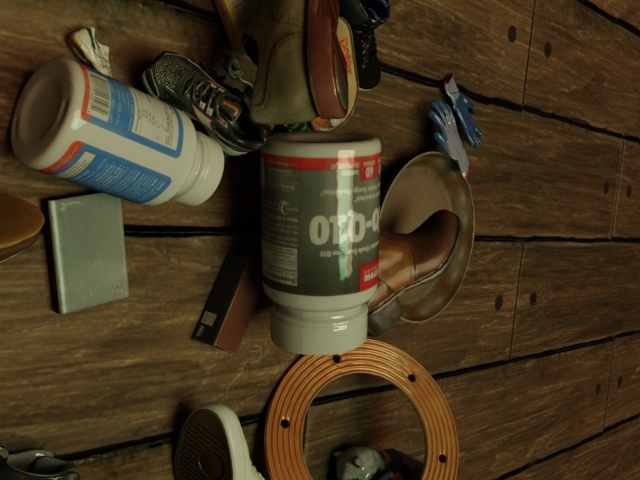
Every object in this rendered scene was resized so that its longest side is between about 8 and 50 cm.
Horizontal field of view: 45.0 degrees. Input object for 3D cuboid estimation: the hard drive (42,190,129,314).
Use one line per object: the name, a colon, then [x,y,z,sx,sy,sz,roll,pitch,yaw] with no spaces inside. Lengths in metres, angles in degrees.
hard drive: [-0.276,0.011,0.914,0.094,0.022,0.135,-15,108,-46]

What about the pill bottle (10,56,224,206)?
pill bottle: [-0.220,-0.109,0.878,0.222,0.124,0.124,22,81,-48]

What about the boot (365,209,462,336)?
boot: [0.075,-0.031,1.221,0.264,0.096,0.280,-44,114,-11]

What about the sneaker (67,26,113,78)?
sneaker: [-0.253,-0.207,0.891,0.037,0.032,0.083,-50,131,-30]

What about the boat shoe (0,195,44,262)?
boat shoe: [-0.380,0.010,0.770,0.207,0.073,0.073,-17,147,-42]

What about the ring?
ring: [0.068,0.322,1.231,0.337,0.032,0.336,9,68,-21]

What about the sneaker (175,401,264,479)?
sneaker: [-0.127,0.341,1.098,0.123,0.106,0.290,-31,127,-53]

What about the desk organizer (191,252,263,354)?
desk organizer: [-0.124,0.090,1.082,0.050,0.047,0.130,37,70,-48]

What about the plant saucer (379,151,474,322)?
plant saucer: [0.179,-0.007,1.402,0.311,0.050,0.310,-12,106,-47]

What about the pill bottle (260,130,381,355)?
pill bottle: [0.000,0.000,1.050,0.161,0.161,0.283,-16,111,-46]

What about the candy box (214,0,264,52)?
candy box: [-0.112,-0.365,1.023,0.105,0.027,0.205,-46,129,-38]

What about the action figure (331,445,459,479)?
action figure: [0.092,0.500,1.365,0.341,0.178,0.330,-28,115,-8]

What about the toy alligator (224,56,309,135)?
toy alligator: [-0.063,-0.188,1.092,0.189,0.051,0.056,48,62,-42]

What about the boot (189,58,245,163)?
boot: [-0.152,-0.166,1.004,0.099,0.045,0.121,24,77,-47]

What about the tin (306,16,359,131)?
tin: [0.005,-0.244,1.133,0.106,0.040,0.189,-36,141,-22]

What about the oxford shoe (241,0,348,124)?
oxford shoe: [-0.044,-0.294,0.987,0.123,0.130,0.348,65,18,-53]

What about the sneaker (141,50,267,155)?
sneaker: [-0.130,-0.169,0.945,0.178,0.077,0.072,33,76,-37]

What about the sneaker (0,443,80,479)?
sneaker: [-0.308,0.334,0.877,0.268,0.101,0.153,49,64,-38]

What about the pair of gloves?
pair of gloves: [0.252,-0.214,1.433,0.159,0.023,0.198,58,38,-26]

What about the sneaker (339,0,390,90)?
sneaker: [0.063,-0.307,1.160,0.079,0.121,0.217,-58,134,-22]
